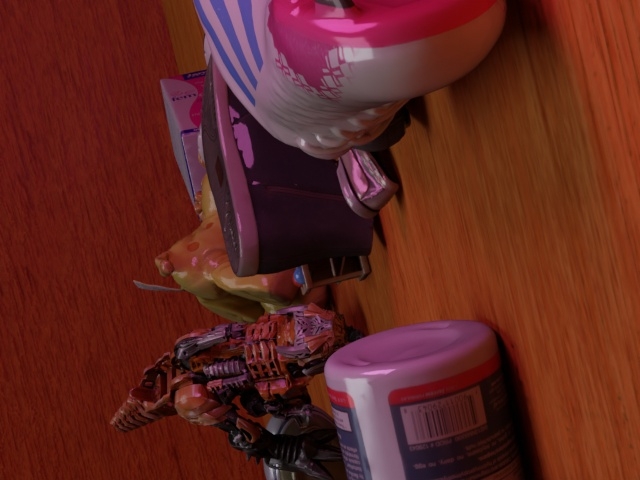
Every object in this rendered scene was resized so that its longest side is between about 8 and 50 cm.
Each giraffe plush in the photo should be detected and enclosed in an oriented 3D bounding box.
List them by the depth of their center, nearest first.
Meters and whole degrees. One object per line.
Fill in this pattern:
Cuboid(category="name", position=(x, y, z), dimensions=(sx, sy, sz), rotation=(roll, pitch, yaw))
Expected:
Cuboid(category="giraffe plush", position=(-0.081, -0.012, 1.672), dimensions=(0.181, 0.210, 0.170), rotation=(90, -166, -73))

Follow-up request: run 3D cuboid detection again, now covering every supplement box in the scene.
Cuboid(category="supplement box", position=(-0.117, -0.123, 1.840), dimensions=(0.220, 0.111, 0.114), rotation=(-121, 19, -65))

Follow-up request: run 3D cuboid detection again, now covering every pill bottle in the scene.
Cuboid(category="pill bottle", position=(0.072, 0.148, 0.945), dimensions=(0.108, 0.108, 0.180), rotation=(-142, 39, -78))

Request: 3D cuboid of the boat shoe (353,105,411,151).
Cuboid(category="boat shoe", position=(0.006, -0.106, 1.072), dimensions=(0.228, 0.081, 0.069), rotation=(-142, 43, -74))

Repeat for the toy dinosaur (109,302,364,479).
Cuboid(category="toy dinosaur", position=(-0.084, 0.135, 1.569), dimensions=(0.322, 0.218, 0.164), rotation=(2, 73, 43))

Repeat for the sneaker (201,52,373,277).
Cuboid(category="sneaker", position=(-0.031, -0.070, 1.285), dimensions=(0.083, 0.118, 0.222), rotation=(111, 151, -58))

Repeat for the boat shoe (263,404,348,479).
Cuboid(category="boat shoe", position=(0.028, 0.318, 1.695), dimensions=(0.094, 0.109, 0.302), rotation=(10, 124, 65))

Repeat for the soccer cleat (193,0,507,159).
Cuboid(category="soccer cleat", position=(0.018, -0.102, 0.826), dimensions=(0.331, 0.116, 0.143), rotation=(-137, 30, -65))

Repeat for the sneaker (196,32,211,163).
Cuboid(category="sneaker", position=(-0.050, -0.092, 1.442), dimensions=(0.297, 0.111, 0.129), rotation=(87, 161, -59))

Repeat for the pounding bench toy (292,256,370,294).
Cuboid(category="pounding bench toy", position=(0.000, 0.000, 1.370), dimensions=(0.052, 0.065, 0.083), rotation=(120, 136, -79))

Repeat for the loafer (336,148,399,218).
Cuboid(category="loafer", position=(0.029, -0.076, 1.154), dimensions=(0.045, 0.039, 0.125), rotation=(18, -135, -45))
